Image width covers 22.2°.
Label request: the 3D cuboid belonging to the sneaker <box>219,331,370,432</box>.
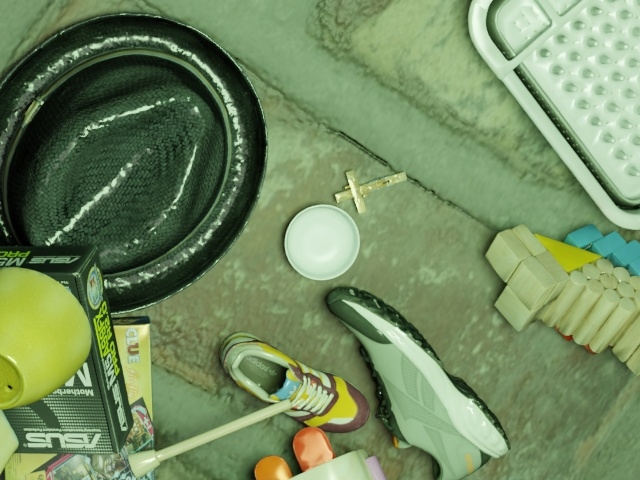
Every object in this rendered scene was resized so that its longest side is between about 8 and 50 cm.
[{"bbox_3d":[-0.026,0.165,1.784,0.185,0.084,0.070,26,95,-12],"label":"sneaker"}]

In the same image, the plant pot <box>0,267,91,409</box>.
[{"bbox_3d":[-0.297,0.107,1.557,0.134,0.095,0.134,5,120,9],"label":"plant pot"}]

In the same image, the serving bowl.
[{"bbox_3d":[0.000,0.000,1.789,0.083,0.027,0.083,-2,100,-9],"label":"serving bowl"}]

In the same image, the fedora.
[{"bbox_3d":[-0.205,-0.070,1.681,0.334,0.152,0.334,-2,100,-9],"label":"fedora"}]

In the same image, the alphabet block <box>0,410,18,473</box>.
[{"bbox_3d":[-0.441,0.202,1.584,0.193,0.197,0.192,-17,113,21],"label":"alphabet block"}]

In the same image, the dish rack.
[{"bbox_3d":[0.342,-0.210,1.787,0.285,0.072,0.333,-40,103,-2],"label":"dish rack"}]

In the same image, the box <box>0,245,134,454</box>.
[{"bbox_3d":[-0.341,0.113,1.661,0.270,0.060,0.216,0,118,13],"label":"box"}]

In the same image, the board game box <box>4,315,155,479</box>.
[{"bbox_3d":[-0.263,0.208,1.774,0.165,0.042,0.243,-2,100,-9],"label":"board game box"}]

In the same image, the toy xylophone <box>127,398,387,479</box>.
[{"bbox_3d":[-0.073,0.306,1.749,0.322,0.081,0.236,-16,80,-1],"label":"toy xylophone"}]

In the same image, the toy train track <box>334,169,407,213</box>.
[{"bbox_3d":[0.054,-0.059,1.796,0.083,0.014,0.048,-18,95,-11],"label":"toy train track"}]

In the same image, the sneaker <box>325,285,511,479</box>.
[{"bbox_3d":[0.094,0.161,1.798,0.108,0.100,0.271,-40,103,4],"label":"sneaker"}]

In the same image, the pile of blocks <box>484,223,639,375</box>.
[{"bbox_3d":[0.349,0.079,1.834,0.362,0.149,0.113,23,138,-3],"label":"pile of blocks"}]
